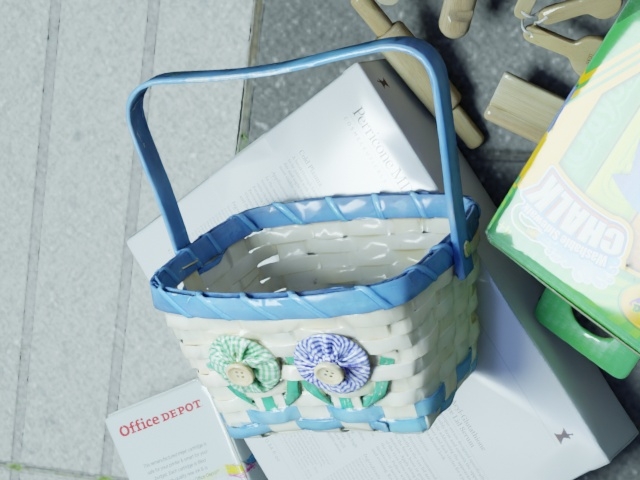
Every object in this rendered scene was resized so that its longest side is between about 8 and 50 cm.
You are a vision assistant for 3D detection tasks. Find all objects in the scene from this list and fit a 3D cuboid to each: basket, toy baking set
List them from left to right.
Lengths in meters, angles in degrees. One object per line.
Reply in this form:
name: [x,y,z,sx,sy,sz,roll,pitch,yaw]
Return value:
basket: [0.000,0.000,1.180,0.254,0.201,0.289,-6,106,28]
toy baking set: [0.124,-0.189,1.242,0.256,0.030,0.196,46,126,-11]

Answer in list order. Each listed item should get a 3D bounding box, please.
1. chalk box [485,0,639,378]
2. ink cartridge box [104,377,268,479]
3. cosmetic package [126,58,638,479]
chalk box: [0.255,-0.028,1.159,0.180,0.179,0.289,36,114,18]
ink cartridge box: [-0.103,0.216,1.455,0.127,0.072,0.175,-23,88,30]
cosmetic package: [0.045,0.079,1.338,0.284,0.097,0.377,-35,83,30]
